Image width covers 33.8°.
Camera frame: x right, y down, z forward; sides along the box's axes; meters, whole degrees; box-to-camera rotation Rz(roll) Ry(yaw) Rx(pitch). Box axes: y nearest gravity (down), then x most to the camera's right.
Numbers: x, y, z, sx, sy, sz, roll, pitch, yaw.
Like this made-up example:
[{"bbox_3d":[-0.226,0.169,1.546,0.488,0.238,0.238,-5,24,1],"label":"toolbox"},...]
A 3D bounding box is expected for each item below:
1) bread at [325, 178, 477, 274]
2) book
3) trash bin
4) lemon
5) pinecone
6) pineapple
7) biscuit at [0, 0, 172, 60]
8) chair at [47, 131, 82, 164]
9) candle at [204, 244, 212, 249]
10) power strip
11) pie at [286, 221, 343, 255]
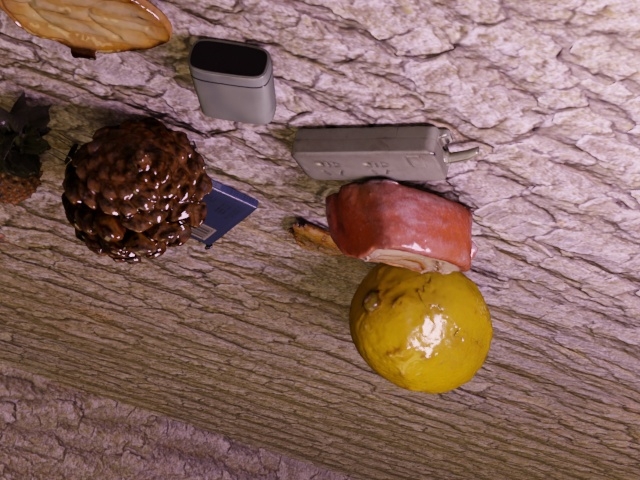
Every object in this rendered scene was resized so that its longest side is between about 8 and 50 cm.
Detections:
[{"bbox_3d":[0.148,-0.017,1.699,0.244,0.122,0.190,10,168,-29],"label":"bread"},{"bbox_3d":[-0.273,-0.082,1.922,0.269,0.025,0.191,25,146,-24],"label":"book"},{"bbox_3d":[-0.124,-0.226,1.512,0.116,0.059,0.130,10,157,7],"label":"trash bin"},{"bbox_3d":[0.190,0.157,1.967,0.284,0.260,0.260,32,151,-14],"label":"lemon"},{"bbox_3d":[-0.304,-0.082,1.717,0.244,0.243,0.257,21,175,-18],"label":"pinecone"},{"bbox_3d":[-0.525,-0.146,1.803,0.119,0.130,0.277,21,154,-12],"label":"pineapple"},{"bbox_3d":[-0.329,-0.320,1.439,0.260,0.041,0.203,14,153,-4],"label":"biscuit"},{"bbox_3d":[-0.433,-0.152,1.850,0.086,0.042,0.037,25,157,-24],"label":"chair"},{"bbox_3d":[-0.258,-0.022,2.072,0.026,0.021,0.167,-2,152,31],"label":"candle"},{"bbox_3d":[0.101,-0.133,1.611,0.288,0.053,0.093,2,154,25],"label":"power strip"},{"bbox_3d":[0.000,0.000,1.979,0.170,0.034,0.092,25,152,-38],"label":"pie"}]
